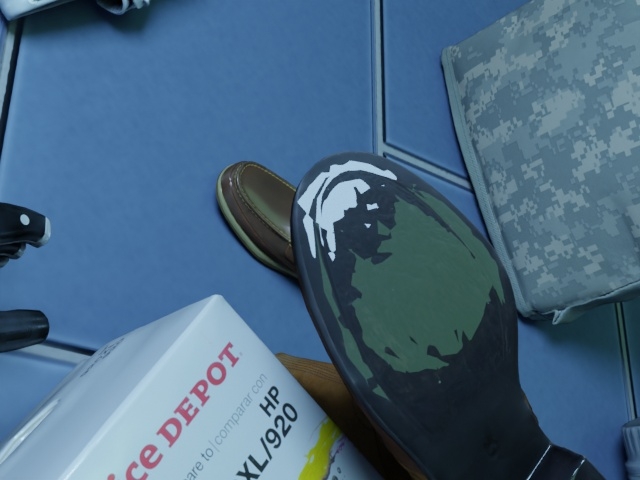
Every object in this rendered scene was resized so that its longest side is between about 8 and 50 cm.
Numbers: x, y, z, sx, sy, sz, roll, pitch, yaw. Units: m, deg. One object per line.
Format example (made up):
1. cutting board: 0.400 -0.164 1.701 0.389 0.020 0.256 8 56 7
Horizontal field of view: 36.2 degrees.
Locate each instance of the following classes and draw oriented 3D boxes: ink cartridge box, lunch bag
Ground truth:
1. ink cartridge box: -0.068 0.181 0.512 0.232 0.168 0.171 50 48 -13
2. lunch bag: 0.263 -0.083 0.880 0.169 0.235 0.287 9 65 -42

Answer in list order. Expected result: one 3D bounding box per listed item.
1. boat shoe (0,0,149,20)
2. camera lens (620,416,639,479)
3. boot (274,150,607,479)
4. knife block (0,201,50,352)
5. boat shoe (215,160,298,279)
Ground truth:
1. boat shoe: -0.148 -0.191 0.691 0.184 0.066 0.063 -24 101 -47
2. camera lens: 0.405 0.269 0.856 0.219 0.219 0.274 -7 76 -43
3. boot: 0.033 0.077 0.576 0.096 0.280 0.264 -44 102 -16
4. knife block: -0.231 0.023 0.399 0.242 0.275 0.088 -16 80 -15
5. boat shoe: 0.000 0.001 0.732 0.178 0.060 0.064 43 48 -18
